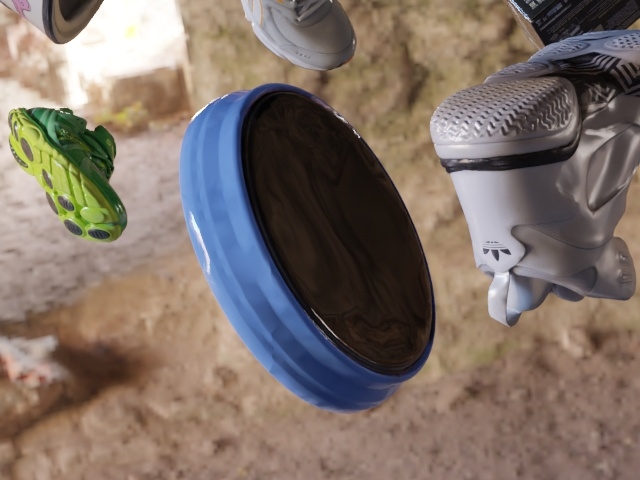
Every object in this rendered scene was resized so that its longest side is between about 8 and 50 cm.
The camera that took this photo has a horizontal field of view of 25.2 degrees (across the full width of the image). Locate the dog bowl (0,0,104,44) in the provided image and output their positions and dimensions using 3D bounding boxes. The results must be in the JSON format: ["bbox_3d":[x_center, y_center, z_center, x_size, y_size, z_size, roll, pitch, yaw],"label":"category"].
[{"bbox_3d":[-0.367,-0.499,2.074,0.150,0.408,0.408,23,17,0],"label":"dog bowl"}]

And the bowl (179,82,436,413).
[{"bbox_3d":[0.000,0.000,1.611,0.077,0.391,0.391,-27,5,28],"label":"bowl"}]

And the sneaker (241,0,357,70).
[{"bbox_3d":[-0.049,-0.300,1.582,0.099,0.262,0.121,-43,8,-16],"label":"sneaker"}]

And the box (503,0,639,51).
[{"bbox_3d":[0.285,-0.277,1.492,0.180,0.077,0.147,-41,-30,8],"label":"box"}]

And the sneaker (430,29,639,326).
[{"bbox_3d":[0.245,-0.068,1.323,0.137,0.210,0.366,7,24,44],"label":"sneaker"}]

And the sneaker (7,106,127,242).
[{"bbox_3d":[-0.321,-0.107,1.908,0.123,0.109,0.295,-19,42,-24],"label":"sneaker"}]
